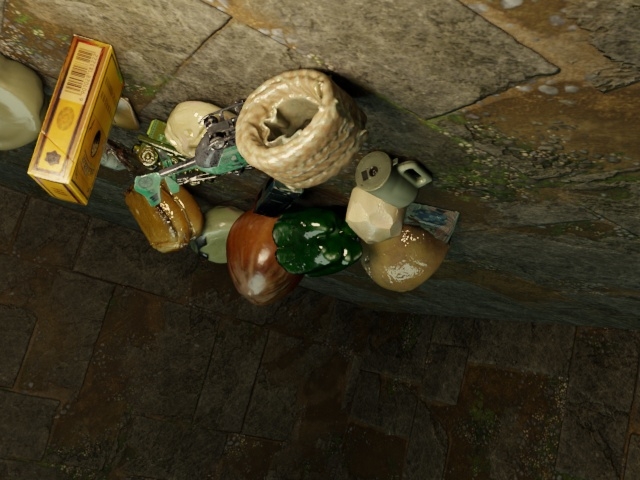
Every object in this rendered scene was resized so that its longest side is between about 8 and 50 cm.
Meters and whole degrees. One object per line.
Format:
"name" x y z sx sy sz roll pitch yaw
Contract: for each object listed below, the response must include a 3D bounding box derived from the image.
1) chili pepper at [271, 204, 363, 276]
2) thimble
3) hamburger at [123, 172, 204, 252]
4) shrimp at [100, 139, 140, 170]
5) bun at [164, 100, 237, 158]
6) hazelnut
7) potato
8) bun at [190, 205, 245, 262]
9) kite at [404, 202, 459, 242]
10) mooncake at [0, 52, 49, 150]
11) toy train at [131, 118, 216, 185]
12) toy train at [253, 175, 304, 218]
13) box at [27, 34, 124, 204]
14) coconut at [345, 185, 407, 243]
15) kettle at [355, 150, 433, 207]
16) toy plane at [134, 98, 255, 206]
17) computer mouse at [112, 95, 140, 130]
"chili pepper" 0.000 0.000 1.924 0.248 0.233 0.256 -11 -177 -40
"thimble" -0.036 -0.210 1.164 0.229 0.196 0.148 -27 151 25
"hamburger" -0.563 -0.102 2.198 0.304 0.174 0.284 -7 123 50
"shrimp" -0.648 -0.260 1.963 0.090 0.079 0.233 14 173 23
"bun" -0.265 -0.241 1.466 0.209 0.116 0.237 9 165 22
"hazelnut" -0.183 0.050 2.160 0.315 0.372 0.372 13 168 12
"potato" 0.262 0.057 2.018 0.211 0.189 0.264 21 166 -27
"bun" -0.369 -0.044 2.385 0.283 0.179 0.283 -7 148 -4
"kite" 0.284 -0.061 1.822 0.335 0.011 0.314 31 156 -35
"mooncake" -0.793 -0.344 1.479 0.274 0.135 0.275 -2 149 -1
"toy train" -0.369 -0.231 1.604 0.225 0.137 0.090 20 175 -7
"toy train" -0.131 -0.139 1.841 0.086 0.089 0.409 10 170 -13
"box" -0.502 -0.243 1.290 0.084 0.302 0.193 14 168 -7
"coconut" 0.146 -0.072 1.629 0.161 0.162 0.161 13 168 3
"kettle" 0.171 -0.149 1.462 0.148 0.127 0.098 24 -163 -48
"toy plane" -0.229 -0.185 1.348 0.381 0.106 0.155 -22 141 -5
"computer mouse" -0.518 -0.322 1.576 0.102 0.045 0.199 13 169 -6
